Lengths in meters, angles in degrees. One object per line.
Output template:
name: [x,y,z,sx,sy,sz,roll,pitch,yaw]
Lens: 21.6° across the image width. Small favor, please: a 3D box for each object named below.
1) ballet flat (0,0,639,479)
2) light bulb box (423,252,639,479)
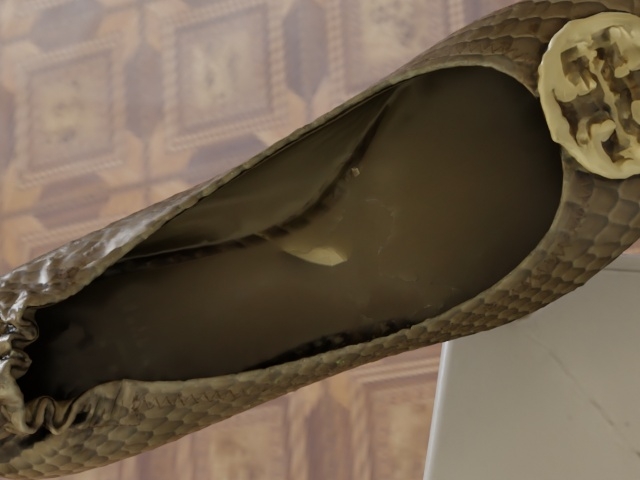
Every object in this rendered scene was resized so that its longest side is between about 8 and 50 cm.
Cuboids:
ballet flat: [0.000,0.000,0.471,0.250,0.058,0.084,-23,85,1]
light bulb box: [0.154,0.235,0.600,0.225,0.361,0.358,4,68,15]
